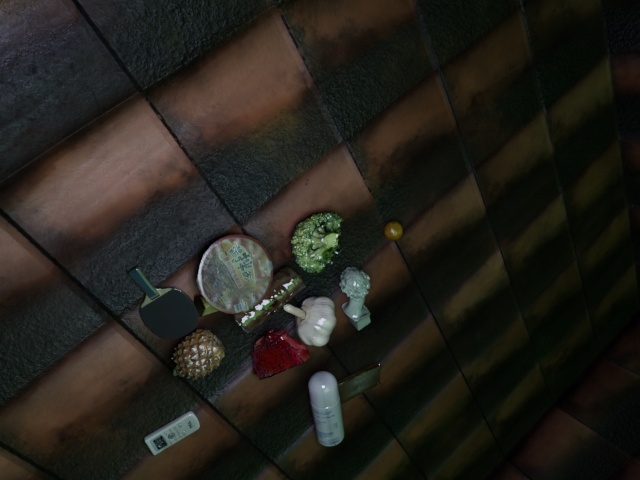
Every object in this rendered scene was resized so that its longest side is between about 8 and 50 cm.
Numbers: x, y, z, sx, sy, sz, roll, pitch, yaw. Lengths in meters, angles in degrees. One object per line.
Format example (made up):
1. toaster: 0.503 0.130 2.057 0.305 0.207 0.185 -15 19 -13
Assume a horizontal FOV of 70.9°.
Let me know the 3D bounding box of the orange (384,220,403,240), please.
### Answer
1. orange: 0.303 -0.040 1.865 0.085 0.085 0.085 -10 112 -27

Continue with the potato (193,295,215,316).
1. potato: -0.378 0.216 1.566 0.103 0.096 0.066 -10 71 -37

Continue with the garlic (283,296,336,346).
1. garlic: -0.059 0.295 1.699 0.226 0.199 0.199 26 93 -36

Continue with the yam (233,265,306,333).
1. yam: -0.194 0.210 1.637 0.280 0.131 0.131 -39 122 -15

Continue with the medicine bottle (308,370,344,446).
1. medicine bottle: 0.023 0.716 1.938 0.130 0.130 0.340 -19 116 -23

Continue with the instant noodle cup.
1. instant noodle cup: -0.301 0.113 1.543 0.274 0.091 0.273 -2 93 -31

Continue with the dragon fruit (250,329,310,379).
1. dragon fruit: -0.151 0.431 1.715 0.262 0.162 0.189 -32 146 31

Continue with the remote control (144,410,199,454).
1. remote control: -0.546 0.712 1.667 0.190 0.029 0.087 -26 119 -21

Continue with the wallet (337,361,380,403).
1. wallet: 0.170 0.653 2.058 0.243 0.039 0.132 -20 122 -23

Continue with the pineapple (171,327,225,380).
1. pineapple: -0.430 0.404 1.553 0.193 0.166 0.166 -38 122 -6

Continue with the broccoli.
1. broccoli: -0.001 -0.001 1.645 0.226 0.176 0.197 -27 112 -1

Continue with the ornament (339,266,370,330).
1. ornament: 0.147 0.247 1.844 0.121 0.130 0.285 -22 118 -28

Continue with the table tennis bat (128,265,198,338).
1. table tennis bat: -0.530 0.209 1.488 0.173 0.022 0.301 -32 117 -4
